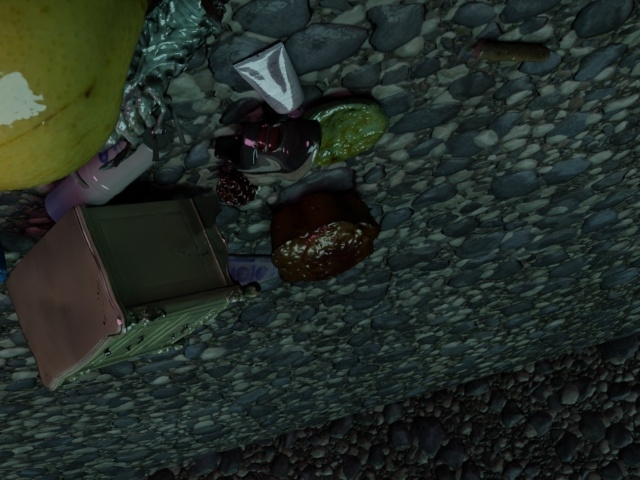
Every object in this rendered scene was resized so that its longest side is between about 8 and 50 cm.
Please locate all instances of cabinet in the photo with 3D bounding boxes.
[{"bbox_3d":[-0.335,0.087,1.504,0.318,0.227,0.290,-10,160,-49],"label":"cabinet"}]

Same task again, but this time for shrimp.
[{"bbox_3d":[-0.264,-0.207,1.151,0.221,0.166,0.410,38,113,-20],"label":"shrimp"}]

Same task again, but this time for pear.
[{"bbox_3d":[-0.349,-0.217,0.863,0.349,0.348,0.348,-13,154,-7],"label":"pear"}]

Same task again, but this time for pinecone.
[{"bbox_3d":[-0.151,-0.095,1.514,0.077,0.077,0.083,-36,-171,34],"label":"pinecone"}]

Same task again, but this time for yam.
[{"bbox_3d":[0.322,-0.317,1.406,0.145,0.032,0.032,-3,151,-25],"label":"yam"}]

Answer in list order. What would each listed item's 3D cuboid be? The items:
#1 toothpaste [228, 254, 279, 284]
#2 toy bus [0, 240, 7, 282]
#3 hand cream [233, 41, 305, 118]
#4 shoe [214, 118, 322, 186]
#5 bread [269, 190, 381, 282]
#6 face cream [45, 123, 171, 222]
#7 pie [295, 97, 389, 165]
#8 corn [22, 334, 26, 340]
[{"bbox_3d":[-0.159,0.063,1.863,0.301,0.048,0.075,-1,123,-43],"label":"toothpaste"},{"bbox_3d":[-0.662,0.024,1.406,0.134,0.113,0.246,-30,153,17],"label":"toy bus"},{"bbox_3d":[-0.067,-0.247,1.308,0.084,0.053,0.142,-24,138,13],"label":"hand cream"},{"bbox_3d":[-0.090,-0.153,1.376,0.112,0.099,0.227,18,163,-29],"label":"shoe"},{"bbox_3d":[0.013,-0.002,1.730,0.232,0.135,0.246,-22,154,10],"label":"bread"},{"bbox_3d":[-0.351,-0.110,1.363,0.250,0.077,0.077,-33,150,31],"label":"face cream"},{"bbox_3d":[0.030,-0.192,1.470,0.187,0.041,0.187,-14,154,-7],"label":"pie"},{"bbox_3d":[-0.454,0.150,1.769,0.345,0.131,0.131,-18,154,3],"label":"corn"}]
